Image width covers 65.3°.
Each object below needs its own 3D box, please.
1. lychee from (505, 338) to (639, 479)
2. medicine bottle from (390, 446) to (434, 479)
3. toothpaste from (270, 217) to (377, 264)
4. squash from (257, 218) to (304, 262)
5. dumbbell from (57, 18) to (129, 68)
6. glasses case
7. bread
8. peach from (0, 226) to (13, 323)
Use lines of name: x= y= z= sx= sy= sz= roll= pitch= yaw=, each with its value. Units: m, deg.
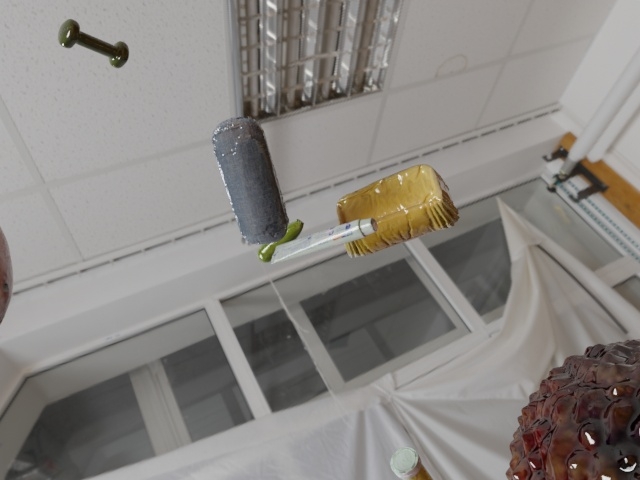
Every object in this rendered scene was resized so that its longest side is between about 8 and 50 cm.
lychee: x=0.438 y=0.291 z=0.583 sx=0.425 sy=0.425 sz=0.498 roll=2 pitch=-81 yaw=-45
medicine bottle: x=0.255 y=0.609 z=1.244 sx=0.074 sy=0.074 sz=0.218 roll=-33 pitch=-67 yaw=1
toothpaste: x=0.000 y=0.000 z=0.893 sx=0.218 sy=0.052 sz=0.033 roll=-17 pitch=-52 yaw=29
squash: x=-0.132 y=0.000 z=1.649 sx=0.201 sy=0.066 sz=0.066 roll=-42 pitch=-31 yaw=18
dumbbell: x=-0.408 y=-0.354 z=0.904 sx=0.052 sy=0.046 sz=0.118 roll=-20 pitch=-17 yaw=32
glasses case: x=-0.142 y=-0.117 z=1.039 sx=0.109 sy=0.067 sz=0.282 roll=-13 pitch=-64 yaw=2
bread: x=0.174 y=-0.068 z=1.210 sx=0.289 sy=0.152 sz=0.119 roll=-21 pitch=-31 yaw=18
peach: x=-0.716 y=0.070 z=0.825 sx=0.389 sy=0.388 sz=0.388 roll=-24 pitch=-30 yaw=-15
